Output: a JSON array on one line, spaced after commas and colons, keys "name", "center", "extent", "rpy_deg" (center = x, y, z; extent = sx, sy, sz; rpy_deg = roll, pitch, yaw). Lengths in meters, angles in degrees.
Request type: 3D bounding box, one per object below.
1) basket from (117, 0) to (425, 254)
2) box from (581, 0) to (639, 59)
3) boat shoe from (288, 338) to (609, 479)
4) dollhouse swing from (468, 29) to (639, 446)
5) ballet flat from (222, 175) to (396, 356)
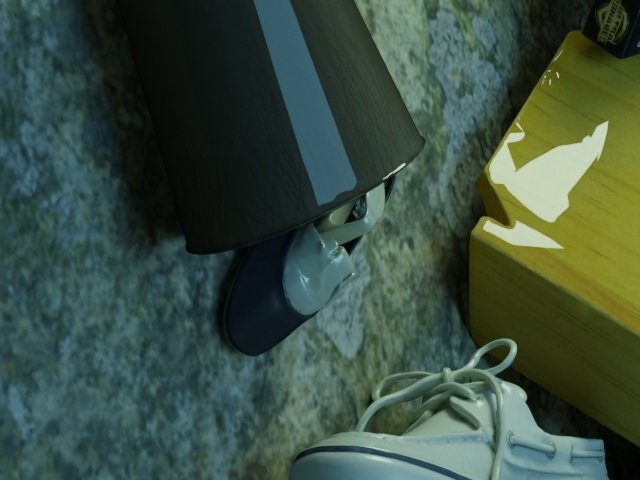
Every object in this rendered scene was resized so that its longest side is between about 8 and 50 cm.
[{"name": "basket", "center": [-0.049, -0.133, 1.173], "extent": [0.204, 0.154, 0.227], "rpy_deg": [-38, 110, -50]}, {"name": "box", "center": [0.338, -0.263, 1.580], "extent": [0.220, 0.051, 0.175], "rpy_deg": [-20, 139, -43]}, {"name": "boat shoe", "center": [0.111, 0.149, 1.333], "extent": [0.367, 0.135, 0.157], "rpy_deg": [19, 68, -46]}, {"name": "dollhouse swing", "center": [0.265, 0.049, 1.618], "extent": [0.315, 0.305, 0.347], "rpy_deg": [31, 49, 4]}, {"name": "ballet flat", "center": [0.000, 0.000, 1.274], "extent": [0.074, 0.074, 0.203], "rpy_deg": [59, 44, -28]}]
